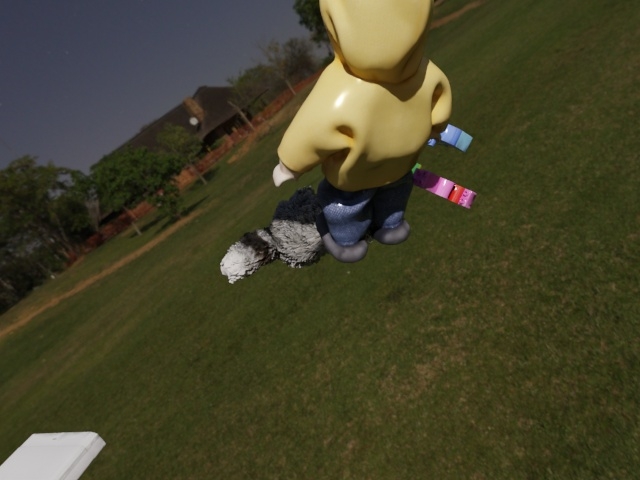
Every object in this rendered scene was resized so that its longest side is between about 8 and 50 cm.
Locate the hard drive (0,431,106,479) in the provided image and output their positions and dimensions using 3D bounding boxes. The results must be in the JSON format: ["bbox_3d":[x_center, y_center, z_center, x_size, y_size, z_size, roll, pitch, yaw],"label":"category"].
[{"bbox_3d":[-0.509,0.440,0.658,0.203,0.040,0.307,-15,23,26],"label":"hard drive"}]

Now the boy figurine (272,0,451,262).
[{"bbox_3d":[0.036,-0.099,0.377,0.177,0.285,0.092,-23,51,-15],"label":"boy figurine"}]

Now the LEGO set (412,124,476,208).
[{"bbox_3d":[0.092,-0.128,0.535,0.227,0.093,0.087,36,106,49],"label":"LEGO set"}]

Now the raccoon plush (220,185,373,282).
[{"bbox_3d":[0.000,0.000,1.126,0.299,0.216,0.446,-7,31,44],"label":"raccoon plush"}]
